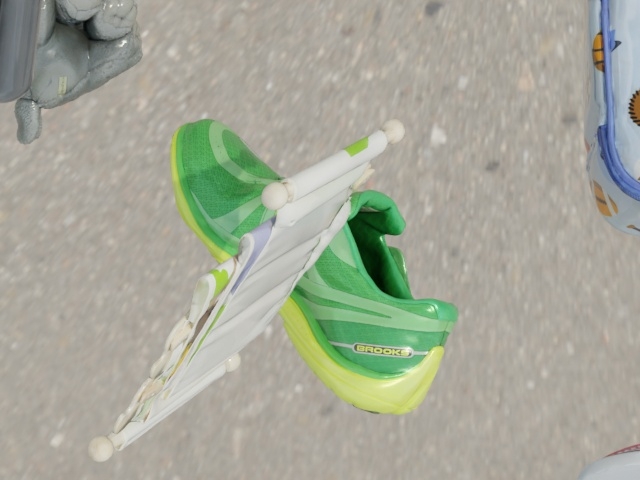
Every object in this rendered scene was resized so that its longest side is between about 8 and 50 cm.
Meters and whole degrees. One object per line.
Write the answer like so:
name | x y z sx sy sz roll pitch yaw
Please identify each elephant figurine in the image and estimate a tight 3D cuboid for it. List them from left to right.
elephant figurine | -0.285 -0.257 1.893 0.186 0.239 0.169 -25 133 -9

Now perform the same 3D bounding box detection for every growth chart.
growth chart | -0.047 0.033 1.096 0.021 0.172 0.237 42 120 13

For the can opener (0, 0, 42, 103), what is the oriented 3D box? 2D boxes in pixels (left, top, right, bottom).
can opener | -0.124 -0.172 0.756 0.095 0.076 0.283 30 124 28

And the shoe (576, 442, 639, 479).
shoe | 0.240 0.125 1.061 0.178 0.081 0.063 -7 123 17

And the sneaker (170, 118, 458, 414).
sneaker | 0.000 0.000 1.339 0.295 0.109 0.123 46 108 30

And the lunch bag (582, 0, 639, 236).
lunch bag | 0.312 -0.148 1.306 0.243 0.115 0.303 2 70 5
